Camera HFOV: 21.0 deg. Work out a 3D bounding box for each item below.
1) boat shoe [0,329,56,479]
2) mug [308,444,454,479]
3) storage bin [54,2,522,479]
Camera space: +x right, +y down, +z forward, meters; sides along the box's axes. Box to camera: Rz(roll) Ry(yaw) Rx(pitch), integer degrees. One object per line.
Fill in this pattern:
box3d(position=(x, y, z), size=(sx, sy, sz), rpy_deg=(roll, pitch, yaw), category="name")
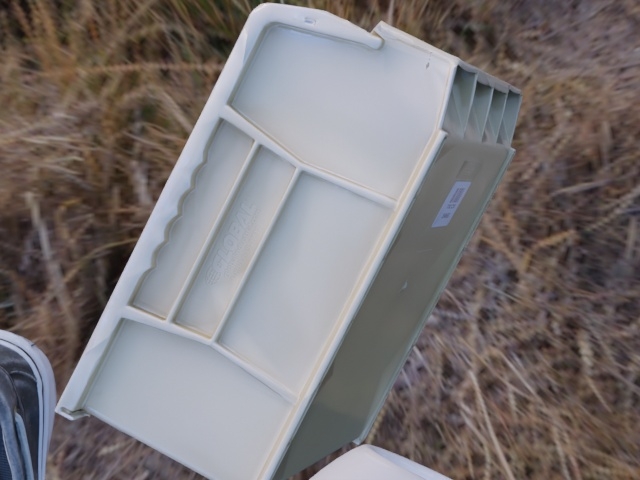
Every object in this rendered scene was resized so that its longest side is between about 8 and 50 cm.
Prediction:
box3d(position=(-0.244, 0.229, 1.160), size=(0.121, 0.119, 0.335), rpy_deg=(3, 100, 7), category="boat shoe")
box3d(position=(0.077, 0.351, 1.256), size=(0.374, 0.276, 0.328), rpy_deg=(24, 88, 24), category="mug")
box3d(position=(0.000, 0.000, 1.009), size=(0.123, 0.262, 0.260), rpy_deg=(28, 97, 13), category="storage bin")
